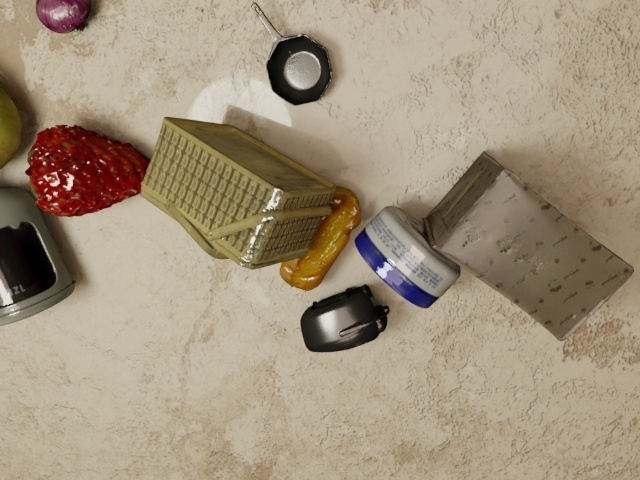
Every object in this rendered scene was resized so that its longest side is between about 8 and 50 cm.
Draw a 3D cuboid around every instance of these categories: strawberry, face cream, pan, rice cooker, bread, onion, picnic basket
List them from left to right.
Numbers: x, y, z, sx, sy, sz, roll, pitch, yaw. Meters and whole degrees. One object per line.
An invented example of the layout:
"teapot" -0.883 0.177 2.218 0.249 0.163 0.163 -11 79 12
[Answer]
"onion" -0.511 -0.469 1.039 0.115 0.115 0.104 -15 149 13
"strawberry" -0.470 -0.148 1.089 0.244 0.205 0.205 0 109 -9
"picnic basket" -0.154 -0.086 0.990 0.312 0.228 0.175 32 110 21
"pan" -0.048 -0.373 1.017 0.128 0.048 0.202 -9 108 10
"bread" 0.000 0.000 1.111 0.102 0.094 0.246 31 109 -8
"rice cooker" 0.052 0.176 1.134 0.202 0.142 0.119 -21 92 11
"face cream" 0.177 0.027 1.030 0.206 0.206 0.111 39 104 -5

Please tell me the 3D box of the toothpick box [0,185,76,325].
"toothpick box" -0.723 0.014 1.175 0.228 0.229 0.317 -15 103 13

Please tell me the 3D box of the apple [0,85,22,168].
"apple" -0.769 -0.249 1.076 0.260 0.194 0.261 -1 84 10

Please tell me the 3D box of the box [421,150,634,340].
"box" 0.374 0.000 0.982 0.297 0.225 0.190 35 108 -4
